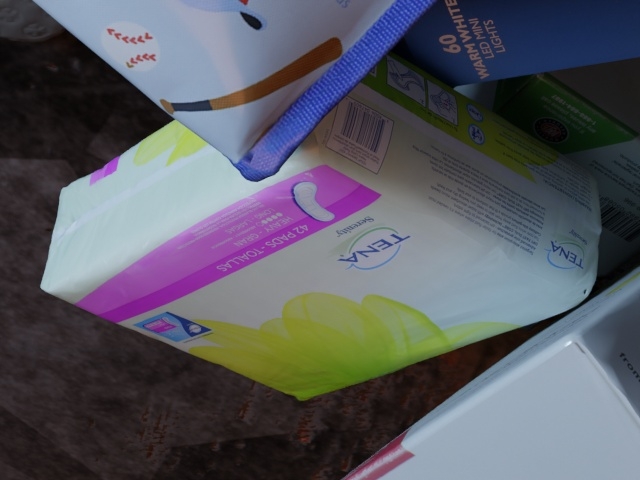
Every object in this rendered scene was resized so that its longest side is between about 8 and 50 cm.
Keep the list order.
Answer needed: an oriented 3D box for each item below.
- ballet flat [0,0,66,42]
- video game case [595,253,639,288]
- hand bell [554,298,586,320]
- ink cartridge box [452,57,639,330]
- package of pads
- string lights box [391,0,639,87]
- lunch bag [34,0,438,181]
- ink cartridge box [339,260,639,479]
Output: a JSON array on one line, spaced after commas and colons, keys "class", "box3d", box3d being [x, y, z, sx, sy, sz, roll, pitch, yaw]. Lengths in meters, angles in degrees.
[{"class": "ballet flat", "box3d": [-0.193, -0.224, 1.027, 0.084, 0.058, 0.250, -5, 146, -8]}, {"class": "video game case", "box3d": [0.245, 0.021, 1.184, 0.122, 0.011, 0.087, 37, 136, -22]}, {"class": "hand bell", "box3d": [0.263, 0.123, 1.242, 0.242, 0.126, 0.126, 43, 134, -13]}, {"class": "ink cartridge box", "box3d": [0.148, -0.045, 1.083, 0.153, 0.087, 0.208, 31, 138, -16]}, {"class": "package of pads", "box3d": [0.000, 0.000, 1.002, 0.229, 0.101, 0.296, 26, 148, -31]}, {"class": "string lights box", "box3d": [0.125, -0.167, 0.917, 0.260, 0.133, 0.077, -7, 138, 26]}, {"class": "lunch bag", "box3d": [-0.024, -0.278, 0.743, 0.385, 0.239, 0.328, -45, 115, 10]}, {"class": "ink cartridge box", "box3d": [0.181, 0.125, 1.005, 0.279, 0.385, 0.160, -40, 82, 35]}]
